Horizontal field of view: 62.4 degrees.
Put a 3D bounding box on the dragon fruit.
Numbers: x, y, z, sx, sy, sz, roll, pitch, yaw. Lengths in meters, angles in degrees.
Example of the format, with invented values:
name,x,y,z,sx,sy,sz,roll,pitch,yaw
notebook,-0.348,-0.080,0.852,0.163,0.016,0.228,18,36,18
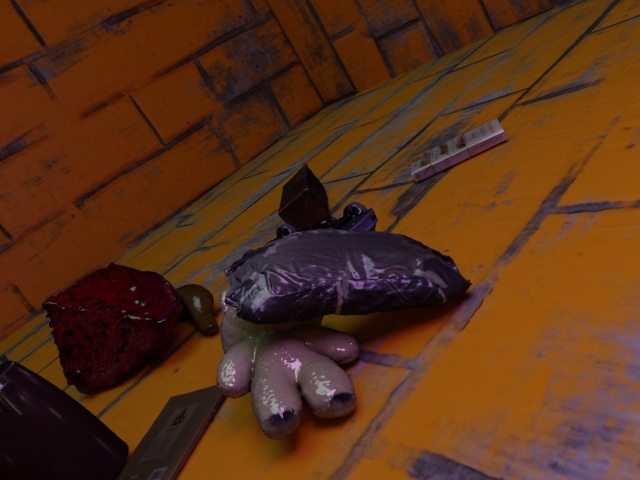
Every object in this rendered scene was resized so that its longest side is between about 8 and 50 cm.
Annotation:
name,x,y,z,sx,sy,sz,roll,pitch,yaw
dragon fruit,-0.439,0.184,1.129,0.330,0.303,0.240,-2,-12,36

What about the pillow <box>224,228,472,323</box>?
name,x,y,z,sx,sy,sz,roll,pitch,yaw
pillow,0.036,0.050,0.731,0.334,0.093,0.162,-3,32,-9

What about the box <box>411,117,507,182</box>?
name,x,y,z,sx,sy,sz,roll,pitch,yaw
box,0.317,-0.211,1.234,0.220,0.032,0.122,-25,19,20

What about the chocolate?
name,x,y,z,sx,sy,sz,roll,pitch,yaw
chocolate,-0.050,-0.118,1.475,0.112,0.112,0.321,-37,17,10

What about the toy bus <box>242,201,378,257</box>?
name,x,y,z,sx,sy,sz,roll,pitch,yaw
toy bus,-0.013,0.034,0.971,0.292,0.133,0.125,-15,19,46

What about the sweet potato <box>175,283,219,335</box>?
name,x,y,z,sx,sy,sz,roll,pitch,yaw
sweet potato,-0.302,0.155,1.221,0.346,0.079,0.109,-4,60,53

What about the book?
name,x,y,z,sx,sy,sz,roll,pitch,yaw
book,-0.230,0.302,0.801,0.138,0.016,0.199,-21,21,30

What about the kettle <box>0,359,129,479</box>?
name,x,y,z,sx,sy,sz,roll,pitch,yaw
kettle,-0.431,0.288,0.798,0.202,0.232,0.144,-18,24,53

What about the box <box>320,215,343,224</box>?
name,x,y,z,sx,sy,sz,roll,pitch,yaw
box,0.000,0.000,1.208,0.090,0.024,0.167,-13,25,44

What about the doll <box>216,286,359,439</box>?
name,x,y,z,sx,sy,sz,roll,pitch,yaw
doll,-0.054,0.173,0.733,0.149,0.175,0.278,-67,23,13
